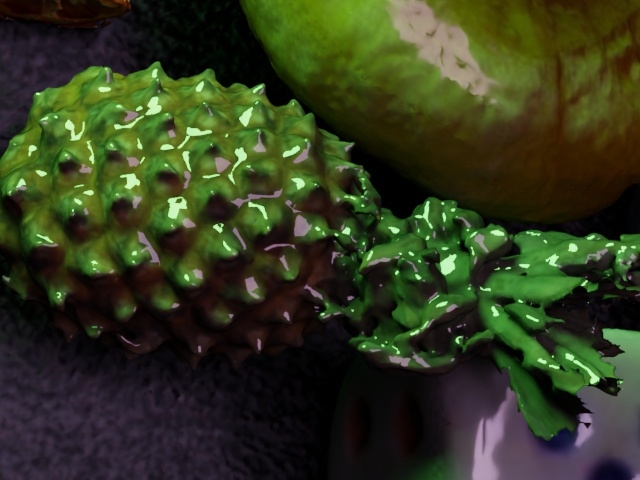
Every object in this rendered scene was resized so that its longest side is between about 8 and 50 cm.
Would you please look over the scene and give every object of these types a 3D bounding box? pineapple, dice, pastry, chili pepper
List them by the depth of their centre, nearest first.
[{"bbox_3d":[0.000,0.000,0.862,0.361,0.175,0.175,8,76,18],"label":"pineapple"},{"bbox_3d":[0.121,0.151,0.957,0.194,0.193,0.192,3,80,-21],"label":"dice"},{"bbox_3d":[-0.157,-0.218,0.970,0.088,0.065,0.169,7,76,-22],"label":"chili pepper"},{"bbox_3d":[0.095,-0.170,0.983,0.356,0.164,0.356,15,63,-32],"label":"pastry"}]

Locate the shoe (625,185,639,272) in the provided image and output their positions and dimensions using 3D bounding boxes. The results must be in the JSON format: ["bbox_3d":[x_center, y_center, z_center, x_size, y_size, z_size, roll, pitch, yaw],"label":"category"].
[{"bbox_3d":[0.309,0.045,1.108,0.138,0.095,0.245,-28,97,-27],"label":"shoe"}]
